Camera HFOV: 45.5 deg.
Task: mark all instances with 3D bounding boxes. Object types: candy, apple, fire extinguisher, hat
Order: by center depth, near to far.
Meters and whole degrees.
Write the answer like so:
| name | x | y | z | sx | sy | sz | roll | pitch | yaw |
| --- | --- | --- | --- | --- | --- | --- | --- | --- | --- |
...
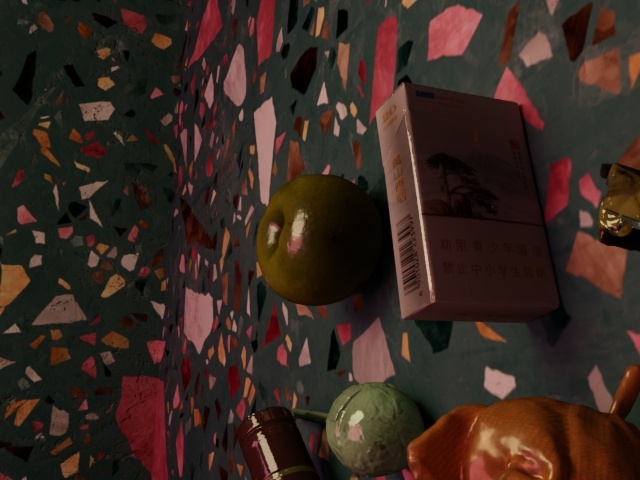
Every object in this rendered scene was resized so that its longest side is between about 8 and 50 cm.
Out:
| name | x | y | z | sx | sy | sz | roll | pitch | yaw |
| --- | --- | --- | --- | --- | --- | --- | --- | --- | --- |
| hat | 0.197 | 0.182 | 0.588 | 0.233 | 0.233 | 0.244 | -47 | -1 | -22 |
| apple | 0.000 | 0.000 | 1.086 | 0.196 | 0.157 | 0.196 | -175 | 90 | -66 |
| candy | 0.020 | 0.255 | 1.087 | 0.440 | 0.119 | 0.119 | 154 | 118 | -71 |
| fire extinguisher | -0.018 | 0.406 | 1.088 | 0.105 | 0.141 | 0.341 | -45 | 48 | 19 |

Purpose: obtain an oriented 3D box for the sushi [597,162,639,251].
| name | x | y | z | sx | sy | sz | roll | pitch | yaw |
| --- | --- | --- | --- | --- | --- | --- | --- | --- | --- |
| sushi | 0.287 | -0.063 | 0.473 | 0.291 | 0.139 | 0.131 | 151 | 128 | -64 |

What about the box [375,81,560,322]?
| name | x | y | z | sx | sy | sz | roll | pitch | yaw |
| --- | --- | --- | --- | --- | --- | --- | --- | --- | --- |
| box | 0.145 | -0.037 | 0.771 | 0.067 | 0.149 | 0.233 | -39 | 51 | 56 |
